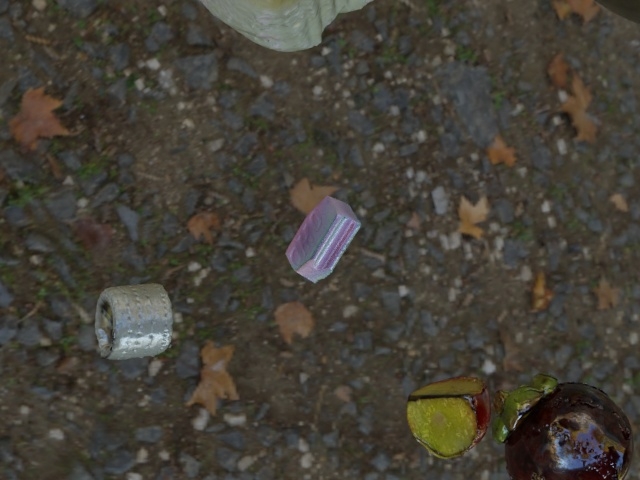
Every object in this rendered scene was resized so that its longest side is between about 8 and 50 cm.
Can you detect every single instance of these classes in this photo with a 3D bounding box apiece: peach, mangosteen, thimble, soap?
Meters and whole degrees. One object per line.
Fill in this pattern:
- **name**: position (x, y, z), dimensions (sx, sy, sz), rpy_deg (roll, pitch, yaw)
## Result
- **peach**: position (0.120, 0.150, 0.857), dimensions (0.050, 0.083, 0.077), rpy_deg (-20, 52, -38)
- **mangosteen**: position (0.287, 0.239, 1.172), dimensions (0.180, 0.166, 0.166), rpy_deg (42, 55, 3)
- **thimble**: position (-0.268, 0.116, 1.362), dimensions (0.090, 0.115, 0.102), rpy_deg (-4, 40, -30)
- **soap**: position (0.000, 0.000, 1.641), dimensions (0.056, 0.100, 0.149), rpy_deg (22, 112, -27)

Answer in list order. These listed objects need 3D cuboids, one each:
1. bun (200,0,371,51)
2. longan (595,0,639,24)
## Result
- **bun**: position (0.019, -0.335, 0.752), dimensions (0.365, 0.365, 0.219), rpy_deg (-36, 82, -37)
- **longan**: position (0.288, -0.254, 0.674), dimensions (0.248, 0.248, 0.248), rpy_deg (9, 76, -37)
